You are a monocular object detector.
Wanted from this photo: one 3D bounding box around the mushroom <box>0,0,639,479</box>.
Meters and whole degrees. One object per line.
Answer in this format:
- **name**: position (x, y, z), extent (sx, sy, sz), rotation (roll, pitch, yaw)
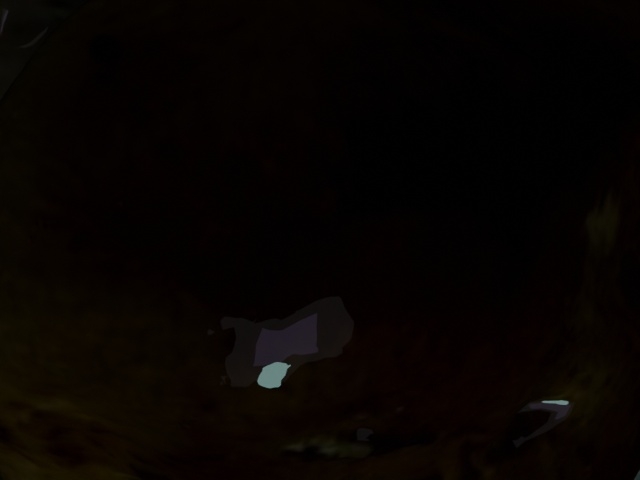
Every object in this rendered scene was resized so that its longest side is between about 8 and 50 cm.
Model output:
- **mushroom**: position (0.000, 0.000, 0.547), extent (0.345, 0.260, 0.345), rotation (-29, 135, -33)
